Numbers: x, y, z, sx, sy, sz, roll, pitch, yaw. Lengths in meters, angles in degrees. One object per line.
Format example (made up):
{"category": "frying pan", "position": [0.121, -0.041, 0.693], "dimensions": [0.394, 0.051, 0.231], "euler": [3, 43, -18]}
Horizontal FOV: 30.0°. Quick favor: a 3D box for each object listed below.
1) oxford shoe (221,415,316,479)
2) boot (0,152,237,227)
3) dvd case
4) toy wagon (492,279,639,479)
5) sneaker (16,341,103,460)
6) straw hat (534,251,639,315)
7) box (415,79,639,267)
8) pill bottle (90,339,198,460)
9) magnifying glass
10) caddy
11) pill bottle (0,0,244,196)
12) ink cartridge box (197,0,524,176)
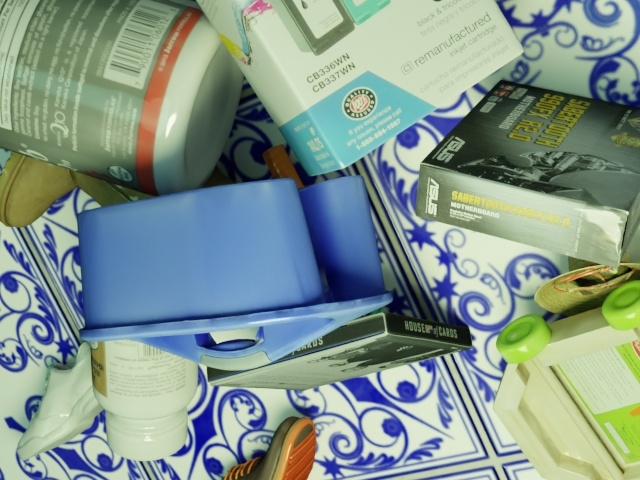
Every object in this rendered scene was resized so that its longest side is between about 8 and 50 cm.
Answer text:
{"category": "oxford shoe", "position": [-0.083, 0.311, 1.497], "dimensions": [0.098, 0.097, 0.271], "euler": [33, 123, 17]}
{"category": "boot", "position": [-0.245, -0.040, 1.423], "dimensions": [0.269, 0.089, 0.236], "euler": [36, 124, 7]}
{"category": "dvd case", "position": [0.021, 0.127, 1.314], "dimensions": [0.238, 0.179, 0.030], "euler": [-18, 72, 32]}
{"category": "toy wagon", "position": [0.350, 0.156, 1.192], "dimensions": [0.344, 0.068, 0.267], "euler": [-23, 115, 33]}
{"category": "sneaker", "position": [-0.349, 0.214, 1.610], "dimensions": [0.212, 0.080, 0.094], "euler": [-41, 78, 28]}
{"category": "straw hat", "position": [0.277, 0.022, 1.187], "dimensions": [0.144, 0.144, 0.061], "euler": [-23, 61, 33]}
{"category": "box", "position": [0.211, -0.069, 1.085], "dimensions": [0.183, 0.231, 0.056], "euler": [15, 122, 22]}
{"category": "pill bottle", "position": [-0.215, 0.147, 1.466], "dimensions": [0.131, 0.131, 0.229], "euler": [13, 118, 22]}
{"category": "magnifying glass", "position": [0.000, 0.000, 1.324], "dimensions": [0.026, 0.092, 0.231], "euler": [-32, 85, 38]}
{"category": "caddy", "position": [-0.091, 0.041, 1.200], "dimensions": [0.341, 0.241, 0.179], "euler": [-8, 88, 38]}
{"category": "pill bottle", "position": [-0.279, -0.188, 1.268], "dimensions": [0.363, 0.210, 0.210], "euler": [18, 120, 9]}
{"category": "ink cartridge box", "position": [0.011, -0.225, 1.095], "dimensions": [0.198, 0.197, 0.270], "euler": [-34, 96, -7]}
